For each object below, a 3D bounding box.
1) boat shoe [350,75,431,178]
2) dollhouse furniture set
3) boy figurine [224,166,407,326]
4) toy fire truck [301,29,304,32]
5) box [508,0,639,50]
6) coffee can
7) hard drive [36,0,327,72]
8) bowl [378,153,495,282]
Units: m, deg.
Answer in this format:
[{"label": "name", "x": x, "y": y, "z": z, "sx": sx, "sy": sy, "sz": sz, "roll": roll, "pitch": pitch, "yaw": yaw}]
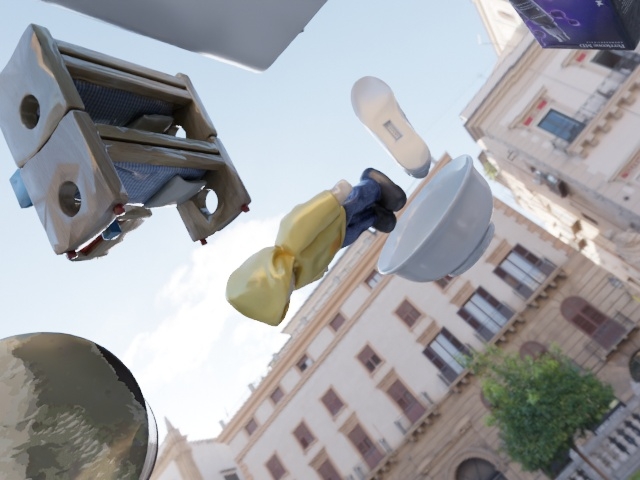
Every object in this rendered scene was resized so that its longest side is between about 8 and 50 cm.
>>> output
[{"label": "boat shoe", "x": 0.108, "y": -0.168, "z": 0.694, "sx": 0.066, "sy": 0.184, "sz": 0.063, "roll": -38, "pitch": -23, "yaw": 4}, {"label": "dollhouse furniture set", "x": -0.177, "y": -0.031, "z": 0.354, "sx": 0.184, "sy": 0.129, "sz": 0.129, "roll": -34, "pitch": -12, "yaw": 26}, {"label": "boy figurine", "x": 0.000, "y": 0.000, "z": 0.601, "sx": 0.285, "sy": 0.092, "sz": 0.177, "roll": -38, "pitch": -23, "yaw": -40}, {"label": "toy fire truck", "x": -0.018, "y": -0.488, "z": 0.847, "sx": 0.217, "sy": 0.246, "sz": 0.158, "roll": -19, "pitch": -5, "yaw": 32}, {"label": "box", "x": 0.369, "y": -0.374, "z": 0.659, "sx": 0.207, "sy": 0.153, "sz": 0.108, "roll": 22, "pitch": -85, "yaw": -39}, {"label": "coffee can", "x": -0.289, "y": 0.231, "z": 0.511, "sx": 0.202, "sy": 0.201, "sz": 0.275, "roll": -24, "pitch": -15, "yaw": -25}, {"label": "hard drive", "x": -0.106, "y": -0.182, "z": 0.187, "sx": 0.308, "sy": 0.040, "sz": 0.203, "roll": 3, "pitch": -22, "yaw": -40}, {"label": "bowl", "x": 0.258, "y": -0.020, "z": 0.951, "sx": 0.298, "sy": 0.134, "sz": 0.298, "roll": -55, "pitch": 5, "yaw": 7}]
